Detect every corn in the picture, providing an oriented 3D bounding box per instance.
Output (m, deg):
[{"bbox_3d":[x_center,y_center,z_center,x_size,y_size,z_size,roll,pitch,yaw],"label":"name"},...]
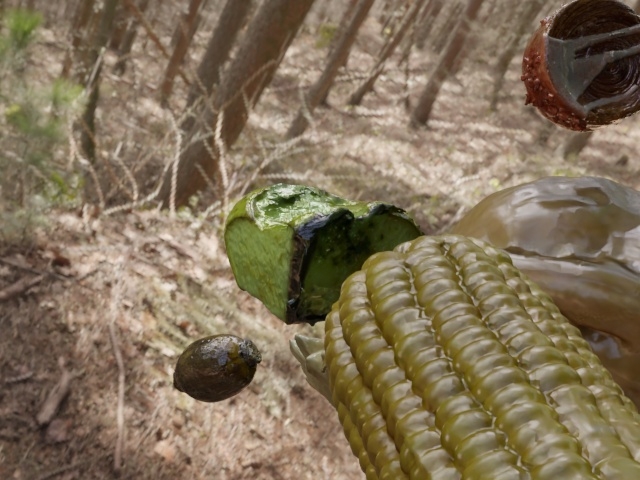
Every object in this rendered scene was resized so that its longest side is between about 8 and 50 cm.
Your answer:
[{"bbox_3d":[0.098,0.123,0.338,0.131,0.131,0.344,14,27,-29],"label":"corn"}]

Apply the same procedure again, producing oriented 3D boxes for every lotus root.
[{"bbox_3d":[-0.197,0.235,1.491,0.120,0.209,0.120,35,43,-40],"label":"lotus root"}]

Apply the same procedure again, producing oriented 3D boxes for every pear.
[{"bbox_3d":[0.000,0.000,1.165,0.238,0.164,0.255,-7,19,-31],"label":"pear"}]

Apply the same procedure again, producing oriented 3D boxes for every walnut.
[{"bbox_3d":[0.318,0.094,1.014,0.383,0.383,0.383,23,33,-16],"label":"walnut"}]

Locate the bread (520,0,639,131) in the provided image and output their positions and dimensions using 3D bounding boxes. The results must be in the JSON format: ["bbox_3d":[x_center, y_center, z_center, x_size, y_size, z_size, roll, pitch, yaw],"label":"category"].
[{"bbox_3d":[0.318,-0.208,0.972,0.160,0.160,0.073,28,-6,-9],"label":"bread"}]

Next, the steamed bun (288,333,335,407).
[{"bbox_3d":[0.073,0.265,1.545,0.189,0.428,0.247,-22,97,-18],"label":"steamed bun"}]
